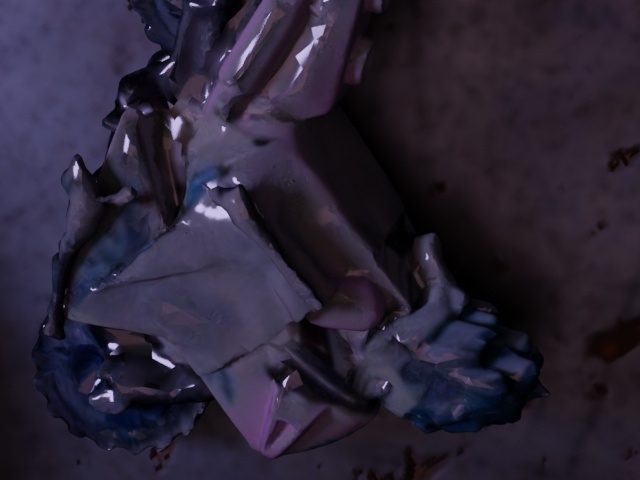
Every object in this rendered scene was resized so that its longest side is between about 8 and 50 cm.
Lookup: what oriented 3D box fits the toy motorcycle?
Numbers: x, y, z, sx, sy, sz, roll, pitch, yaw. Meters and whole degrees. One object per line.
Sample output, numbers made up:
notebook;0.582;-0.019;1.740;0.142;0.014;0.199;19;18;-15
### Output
toy motorcycle;0.002;-0.002;0.725;0.204;0.108;0.239;21;130;9
